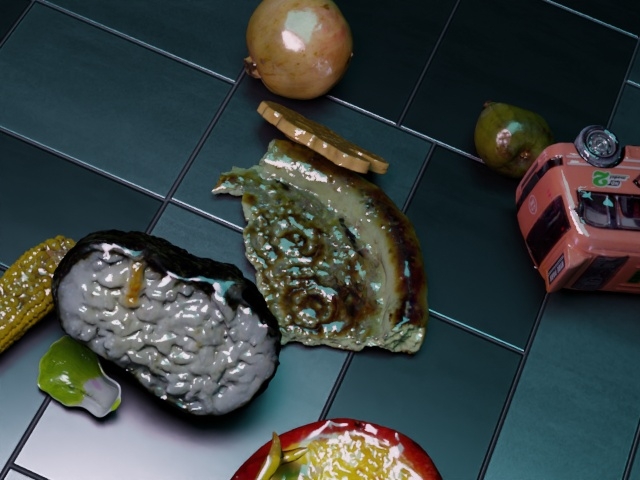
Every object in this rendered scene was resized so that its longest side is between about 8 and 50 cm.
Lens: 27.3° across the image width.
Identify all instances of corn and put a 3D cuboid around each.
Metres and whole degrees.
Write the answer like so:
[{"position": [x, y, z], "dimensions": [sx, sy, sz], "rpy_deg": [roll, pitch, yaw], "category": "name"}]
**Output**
[{"position": [-0.459, 0.103, 1.929], "dimensions": [0.097, 0.097, 0.320], "rpy_deg": [38, 61, 14], "category": "corn"}]

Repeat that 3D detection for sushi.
[{"position": [-0.218, 0.108, 1.894], "dimensions": [0.350, 0.171, 0.211], "rpy_deg": [25, 99, -7], "category": "sushi"}]

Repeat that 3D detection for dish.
[{"position": [-0.341, 0.202, 1.910], "dimensions": [0.137, 0.039, 0.091], "rpy_deg": [34, 93, 14], "category": "dish"}]

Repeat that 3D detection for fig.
[{"position": [0.320, -0.173, 2.254], "dimensions": [0.133, 0.185, 0.127], "rpy_deg": [1, 98, -13], "category": "fig"}]

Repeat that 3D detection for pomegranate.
[{"position": [-0.038, -0.332, 2.230], "dimensions": [0.191, 0.191, 0.191], "rpy_deg": [5, 57, -7], "category": "pomegranate"}]

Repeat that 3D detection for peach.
[{"position": [0.006, 0.439, 1.674], "dimensions": [0.335, 0.310, 0.406], "rpy_deg": [10, 63, 1], "category": "peach"}]

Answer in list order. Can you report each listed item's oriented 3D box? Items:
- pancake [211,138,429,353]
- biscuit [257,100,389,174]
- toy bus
[{"position": [0.006, 0.000, 2.094], "dimensions": [0.304, 0.067, 0.427], "rpy_deg": [-9, 60, -15], "category": "pancake"}, {"position": [-0.003, -0.168, 2.169], "dimensions": [0.236, 0.144, 0.040], "rpy_deg": [29, 98, 24], "category": "biscuit"}, {"position": [0.544, -0.028, 2.132], "dimensions": [0.426, 0.203, 0.233], "rpy_deg": [4, 62, -11], "category": "toy bus"}]
